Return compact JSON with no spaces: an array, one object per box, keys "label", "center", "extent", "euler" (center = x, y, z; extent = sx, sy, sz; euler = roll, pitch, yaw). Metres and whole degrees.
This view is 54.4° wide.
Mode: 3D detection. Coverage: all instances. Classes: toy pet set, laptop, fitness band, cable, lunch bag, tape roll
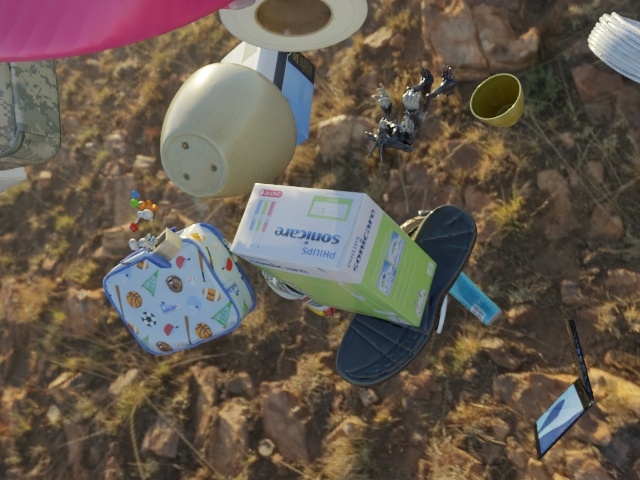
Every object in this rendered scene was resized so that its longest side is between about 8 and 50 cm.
[{"label":"toy pet set","center":[-0.301,-0.006,1.079],"extent":[0.065,0.114,0.122],"euler":[-42,33,15]},{"label":"laptop","center":[0.499,0.294,1.341],"extent":[0.136,0.234,0.264],"euler":[-15,87,16]},{"label":"fitness band","center":[-0.173,-0.175,0.449],"extent":[0.291,0.054,0.209],"euler":[17,38,39]},{"label":"cable","center":[0.724,-0.413,1.380],"extent":[0.257,0.257,0.089],"euler":[60,136,42]},{"label":"lunch bag","center":[-0.291,0.098,1.295],"extent":[0.303,0.243,0.115],"euler":[-23,13,26]},{"label":"tape roll","center":[-0.047,-0.446,1.031],"extent":[0.246,0.246,0.169],"euler":[-9,76,32]},{"label":"lunch bag","center":[-0.609,-0.279,1.044],"extent":[0.212,0.256,0.305],"euler":[-6,88,24]}]

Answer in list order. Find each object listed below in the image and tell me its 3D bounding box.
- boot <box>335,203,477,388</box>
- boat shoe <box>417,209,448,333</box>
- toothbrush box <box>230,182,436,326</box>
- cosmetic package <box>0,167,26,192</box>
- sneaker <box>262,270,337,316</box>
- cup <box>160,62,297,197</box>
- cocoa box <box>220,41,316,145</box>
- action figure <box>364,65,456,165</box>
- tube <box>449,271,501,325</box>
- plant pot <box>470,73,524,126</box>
[{"label":"boot","center":[0.157,0.098,1.243],"extent":[0.138,0.284,0.377],"euler":[29,93,-2]},{"label":"boat shoe","center":[0.268,0.074,1.510],"extent":[0.091,0.114,0.302],"euler":[4,94,8]},{"label":"toothbrush box","center":[0.032,0.028,0.996],"extent":[0.206,0.283,0.122],"euler":[8,74,36]},{"label":"cosmetic package","center":[-0.887,-0.205,1.308],"extent":[0.161,0.453,0.230],"euler":[-21,85,26]},{"label":"sneaker","center":[-0.048,0.074,1.273],"extent":[0.225,0.093,0.088],"euler":[19,68,47]},{"label":"cup","center":[-0.252,-0.231,1.497],"extent":[0.331,0.331,0.237],"euler":[-15,24,29]},{"label":"cocoa box","center":[-0.177,-0.437,1.910],"extent":[0.231,0.228,0.347],"euler":[-28,43,36]},{"label":"action figure","center":[0.200,-0.315,1.507],"extent":[0.164,0.141,0.275],"euler":[24,66,45]},{"label":"tube","center":[0.366,0.127,1.584],"extent":[0.207,0.052,0.080],"euler":[46,114,27]},{"label":"plant pot","center":[0.469,-0.345,1.604],"extent":[0.134,0.095,0.134],"euler":[-21,54,32]}]
